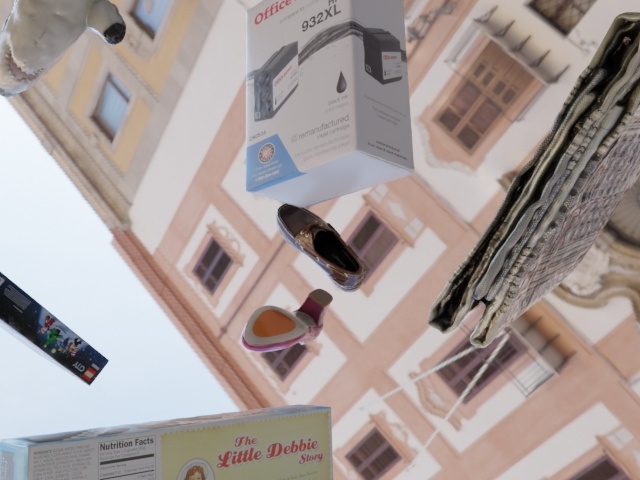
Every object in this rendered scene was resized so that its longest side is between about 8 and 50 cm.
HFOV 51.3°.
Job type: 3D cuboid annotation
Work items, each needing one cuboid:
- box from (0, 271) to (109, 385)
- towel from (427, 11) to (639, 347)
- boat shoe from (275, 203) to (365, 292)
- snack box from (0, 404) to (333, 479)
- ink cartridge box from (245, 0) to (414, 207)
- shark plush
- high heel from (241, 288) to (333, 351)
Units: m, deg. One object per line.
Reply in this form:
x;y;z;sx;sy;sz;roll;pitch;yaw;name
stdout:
-0.402;0.093;0.869;0.159;0.233;0.044;15;-120;37;box
0.257;-0.050;0.637;0.056;0.312;0.324;41;-149;25;towel
0.000;0.000;1.150;0.207;0.073;0.073;41;-107;19;boat shoe
-0.113;0.253;0.589;0.322;0.060;0.187;8;-103;-46;snack box
0.005;-0.228;0.981;0.129;0.223;0.307;13;-111;-44;ink cartridge box
-0.168;-0.161;0.412;0.073;0.067;0.161;16;-132;-36;shark plush
-0.066;0.157;1.088;0.082;0.117;0.244;34;-155;13;high heel
